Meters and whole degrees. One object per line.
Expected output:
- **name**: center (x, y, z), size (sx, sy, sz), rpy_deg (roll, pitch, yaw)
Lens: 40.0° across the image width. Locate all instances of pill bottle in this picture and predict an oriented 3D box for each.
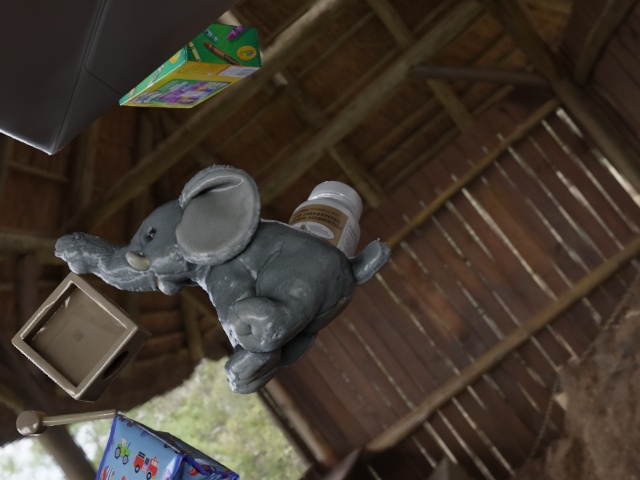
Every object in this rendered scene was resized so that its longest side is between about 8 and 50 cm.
- **pill bottle**: center (0.000, 0.000, 1.567), size (0.131, 0.131, 0.229), rpy_deg (-43, 16, 41)

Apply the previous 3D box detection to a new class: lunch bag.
- **lunch bag**: center (-0.301, 0.468, 1.447), size (0.221, 0.138, 0.293), rpy_deg (13, 74, 49)

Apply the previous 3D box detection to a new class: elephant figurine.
- **elephant figurine**: center (-0.098, 0.011, 0.840), size (0.186, 0.239, 0.169), rpy_deg (-26, -25, -47)

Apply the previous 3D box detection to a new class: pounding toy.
- **pounding toy**: center (-0.335, 0.184, 1.227), size (0.206, 0.181, 0.094), rpy_deg (-50, -10, -8)

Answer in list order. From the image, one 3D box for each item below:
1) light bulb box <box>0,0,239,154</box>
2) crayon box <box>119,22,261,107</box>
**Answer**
- **light bulb box**: center (-0.233, -0.278, 0.452), size (0.225, 0.361, 0.358), rpy_deg (-39, -10, 2)
- **crayon box**: center (-0.259, -0.332, 1.693), size (0.165, 0.081, 0.278), rpy_deg (-4, -7, -39)
